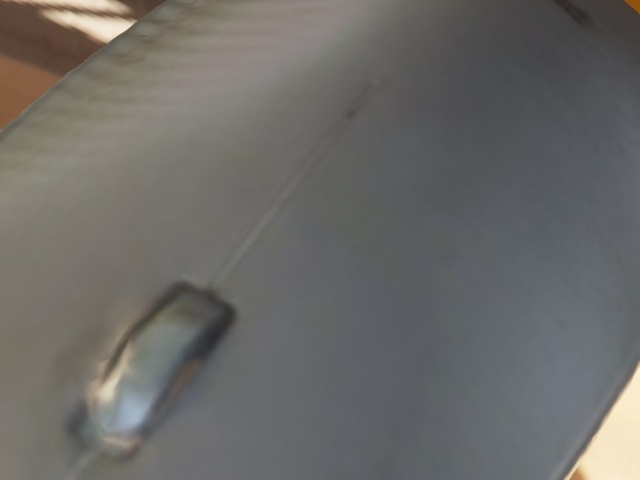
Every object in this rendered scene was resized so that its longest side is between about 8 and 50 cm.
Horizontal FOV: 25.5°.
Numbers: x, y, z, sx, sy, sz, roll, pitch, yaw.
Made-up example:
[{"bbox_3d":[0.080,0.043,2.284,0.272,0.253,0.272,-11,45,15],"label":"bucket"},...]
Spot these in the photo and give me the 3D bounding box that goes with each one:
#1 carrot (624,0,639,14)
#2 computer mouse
[{"bbox_3d":[0.118,-0.177,0.799,0.258,0.307,0.100,19,159,-26],"label":"carrot"},{"bbox_3d":[0.001,-0.004,0.410,0.197,0.331,0.095,26,135,15],"label":"computer mouse"}]
